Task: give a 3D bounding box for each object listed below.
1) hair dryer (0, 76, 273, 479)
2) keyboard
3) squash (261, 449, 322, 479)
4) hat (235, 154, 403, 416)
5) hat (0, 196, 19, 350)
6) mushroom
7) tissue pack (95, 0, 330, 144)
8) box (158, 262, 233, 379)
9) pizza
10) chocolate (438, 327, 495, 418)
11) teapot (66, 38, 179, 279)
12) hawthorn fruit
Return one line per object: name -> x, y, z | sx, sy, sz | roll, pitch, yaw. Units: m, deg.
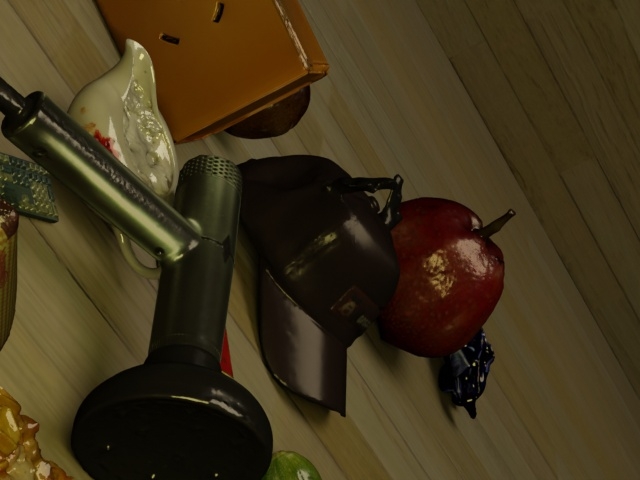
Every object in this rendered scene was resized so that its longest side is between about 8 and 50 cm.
hair dryer -> -0.177, 0.028, 1.038 | 0.284, 0.155, 0.320 | 22, 45, -32
keyboard -> -0.277, -0.053, 1.054 | 0.176, 0.014, 0.055 | 20, 51, -65
squash -> 0.003, 0.316, 1.269 | 0.229, 0.066, 0.066 | 65, 18, -2
hat -> 0.036, 0.029, 1.508 | 0.238, 0.209, 0.336 | 37, 34, -61
hat -> -0.255, -0.007, 0.923 | 0.193, 0.082, 0.193 | 53, 24, -36
mushroom -> -0.106, -0.241, 1.646 | 0.217, 0.148, 0.227 | -118, -170, -83
tissue pack -> -0.133, -0.276, 1.454 | 0.274, 0.194, 0.145 | 65, 18, -2
box -> -0.128, 0.074, 1.286 | 0.090, 0.023, 0.133 | 46, 26, -50
pizza -> -0.217, 0.163, 0.863 | 0.161, 0.062, 0.182 | 64, 19, 17
chocolate -> 0.233, 0.142, 2.068 | 0.148, 0.126, 0.343 | 109, -20, -51
teapot -> -0.186, -0.071, 1.197 | 0.145, 0.092, 0.226 | -9, 83, -67
hawthorn fruit -> 0.169, 0.036, 1.795 | 0.210, 0.266, 0.230 | 0, 61, -50
